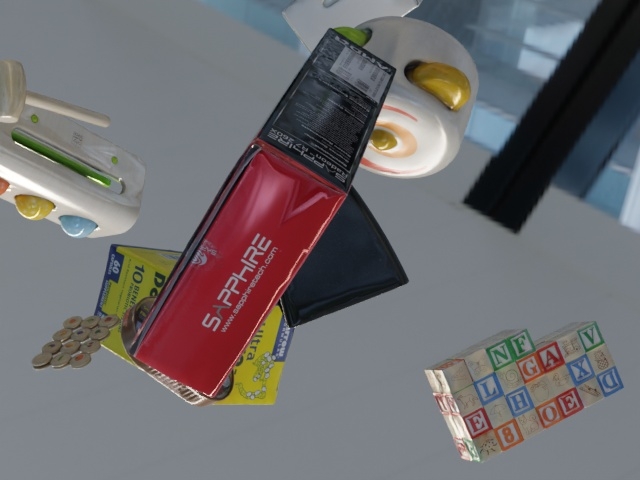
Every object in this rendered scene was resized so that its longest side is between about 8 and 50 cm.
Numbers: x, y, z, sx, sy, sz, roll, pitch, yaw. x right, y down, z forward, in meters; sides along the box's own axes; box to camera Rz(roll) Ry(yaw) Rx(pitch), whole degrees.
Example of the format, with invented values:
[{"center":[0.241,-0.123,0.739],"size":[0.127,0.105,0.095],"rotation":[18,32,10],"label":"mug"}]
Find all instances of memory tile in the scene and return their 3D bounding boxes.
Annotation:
[{"center":[-0.417,0.172,1.968],"size":[0.113,0.012,0.148],"rotation":[-3,-149,22],"label":"memory tile"}]

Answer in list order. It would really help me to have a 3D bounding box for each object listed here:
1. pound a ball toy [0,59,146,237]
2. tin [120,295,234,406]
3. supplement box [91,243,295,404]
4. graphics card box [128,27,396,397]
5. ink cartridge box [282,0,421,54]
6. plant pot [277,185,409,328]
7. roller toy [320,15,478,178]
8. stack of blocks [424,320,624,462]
[{"center":[-0.374,-0.105,1.569],"size":[0.208,0.135,0.319],"rotation":[-7,156,38],"label":"pound a ball toy"},{"center":[-0.194,0.152,1.566],"size":[0.190,0.040,0.106],"rotation":[42,-141,-29],"label":"tin"},{"center":[-0.240,0.152,2.143],"size":[0.357,0.194,0.195],"rotation":[22,-170,42],"label":"supplement box"},{"center":[-0.041,-0.043,1.082],"size":[0.094,0.232,0.371],"rotation":[30,-155,-5],"label":"graphics card box"},{"center":[0.075,-0.409,1.851],"size":[0.197,0.114,0.273],"rotation":[-29,-165,27],"label":"ink cartridge box"},{"center":[0.000,0.000,1.709],"size":[0.188,0.166,0.187],"rotation":[-22,-165,-3],"label":"plant pot"},{"center":[0.100,-0.176,1.481],"size":[0.209,0.191,0.146],"rotation":[9,-121,19],"label":"roller toy"},{"center":[0.351,0.237,1.983],"size":[0.297,0.171,0.087],"rotation":[-23,-179,-16],"label":"stack of blocks"}]
